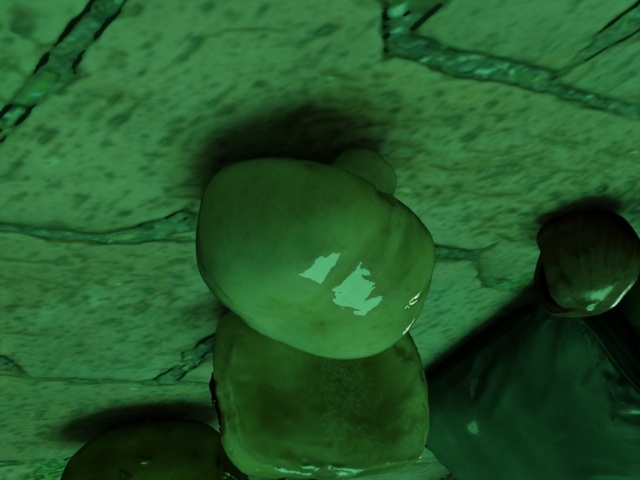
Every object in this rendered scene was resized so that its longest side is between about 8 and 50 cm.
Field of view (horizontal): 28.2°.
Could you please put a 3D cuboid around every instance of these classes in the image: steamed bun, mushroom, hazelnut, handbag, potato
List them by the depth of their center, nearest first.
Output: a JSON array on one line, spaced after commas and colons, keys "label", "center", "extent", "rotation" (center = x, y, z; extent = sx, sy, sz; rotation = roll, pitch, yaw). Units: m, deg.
[{"label": "mushroom", "center": [0.000, 0.000, 0.759], "extent": [0.154, 0.122, 0.154], "rotation": [25, 159, 10]}, {"label": "hazelnut", "center": [0.193, 0.018, 0.930], "extent": [0.086, 0.086, 0.086], "rotation": [-10, 156, -5]}, {"label": "steamed bun", "center": [-0.017, 0.122, 1.009], "extent": [0.172, 0.140, 0.155], "rotation": [1, 166, -21]}, {"label": "handbag", "center": [0.195, 0.160, 1.123], "extent": [0.075, 0.191, 0.332], "rotation": [-35, 172, -34]}, {"label": "potato", "center": [-0.148, 0.223, 1.167], "extent": [0.176, 0.137, 0.137], "rotation": [23, 143, -20]}]

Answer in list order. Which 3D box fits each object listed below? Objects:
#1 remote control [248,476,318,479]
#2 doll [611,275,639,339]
[{"label": "remote control", "center": [-0.101, 0.315, 1.470], "extent": [0.103, 0.055, 0.277], "rotation": [12, 145, -43]}, {"label": "doll", "center": [0.316, 0.050, 1.081], "extent": [0.150, 0.077, 0.115], "rotation": [-1, -165, -30]}]
